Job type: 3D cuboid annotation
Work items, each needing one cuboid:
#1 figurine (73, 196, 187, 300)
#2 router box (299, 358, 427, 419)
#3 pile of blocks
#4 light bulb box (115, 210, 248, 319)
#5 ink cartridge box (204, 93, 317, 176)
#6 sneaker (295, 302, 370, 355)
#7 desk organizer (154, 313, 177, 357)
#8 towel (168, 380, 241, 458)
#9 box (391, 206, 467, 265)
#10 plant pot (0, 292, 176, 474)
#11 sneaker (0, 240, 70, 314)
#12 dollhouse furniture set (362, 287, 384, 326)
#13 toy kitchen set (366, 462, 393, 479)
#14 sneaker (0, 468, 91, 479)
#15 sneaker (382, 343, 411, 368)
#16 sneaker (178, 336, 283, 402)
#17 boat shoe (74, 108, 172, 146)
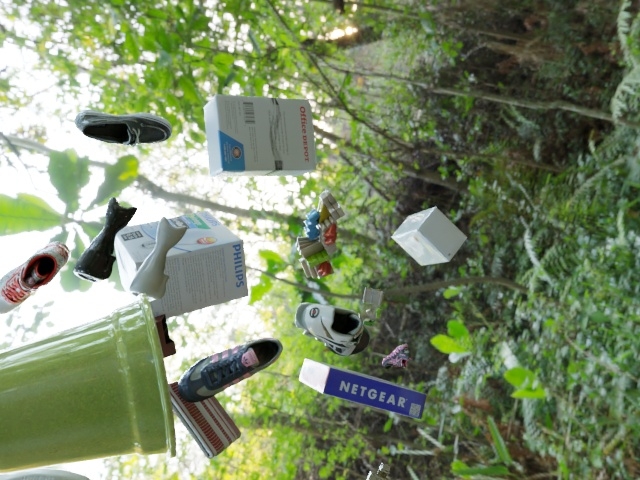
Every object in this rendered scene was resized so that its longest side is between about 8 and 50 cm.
[{"bbox_3d":[-0.452,0.019,1.359,0.092,0.214,0.210,136,153,-69],"label":"figurine"},{"bbox_3d":[0.128,0.479,1.823,0.301,0.335,0.082,157,131,-74],"label":"router box"},{"bbox_3d":[0.000,0.000,2.042,0.113,0.148,0.362,-123,35,-56],"label":"pile of blocks"},{"bbox_3d":[-0.488,0.077,1.937,0.358,0.361,0.225,32,130,52],"label":"light bulb box"},{"bbox_3d":[-0.182,-0.312,1.702,0.129,0.307,0.223,-10,85,62],"label":"ink cartridge box"},{"bbox_3d":[0.080,0.272,1.671,0.330,0.146,0.123,30,-119,-47],"label":"sneaker"},{"bbox_3d":[-0.495,0.302,1.760,0.050,0.047,0.130,-17,-71,-33],"label":"desk organizer"},{"bbox_3d":[-0.342,0.506,1.617,0.037,0.237,0.329,-40,-10,-2],"label":"towel"},{"bbox_3d":[0.304,-0.008,1.577,0.091,0.130,0.170,-49,9,-16],"label":"box"},{"bbox_3d":[-0.386,0.244,0.893,0.276,0.253,0.276,170,90,-68],"label":"plant pot"},{"bbox_3d":[-0.798,0.112,1.496,0.270,0.090,0.145,-41,17,-3],"label":"sneaker"},{"bbox_3d":[0.203,0.255,2.166,0.058,0.076,0.152,-14,-66,-74],"label":"dollhouse furniture set"},{"bbox_3d":[0.190,0.704,1.638,0.075,0.083,0.068,157,137,-87],"label":"toy kitchen set"},{"bbox_3d":[-0.696,0.589,1.346,0.148,0.350,0.131,-52,-41,-84],"label":"sneaker"},{"bbox_3d":[0.226,0.354,1.638,0.047,0.057,0.119,-11,-31,-39],"label":"sneaker"},{"bbox_3d":[-0.246,0.349,1.575,0.319,0.112,0.131,-23,-8,-39],"label":"sneaker"},{"bbox_3d":[-0.684,-0.378,1.969,0.119,0.335,0.121,57,137,40],"label":"boat shoe"}]
